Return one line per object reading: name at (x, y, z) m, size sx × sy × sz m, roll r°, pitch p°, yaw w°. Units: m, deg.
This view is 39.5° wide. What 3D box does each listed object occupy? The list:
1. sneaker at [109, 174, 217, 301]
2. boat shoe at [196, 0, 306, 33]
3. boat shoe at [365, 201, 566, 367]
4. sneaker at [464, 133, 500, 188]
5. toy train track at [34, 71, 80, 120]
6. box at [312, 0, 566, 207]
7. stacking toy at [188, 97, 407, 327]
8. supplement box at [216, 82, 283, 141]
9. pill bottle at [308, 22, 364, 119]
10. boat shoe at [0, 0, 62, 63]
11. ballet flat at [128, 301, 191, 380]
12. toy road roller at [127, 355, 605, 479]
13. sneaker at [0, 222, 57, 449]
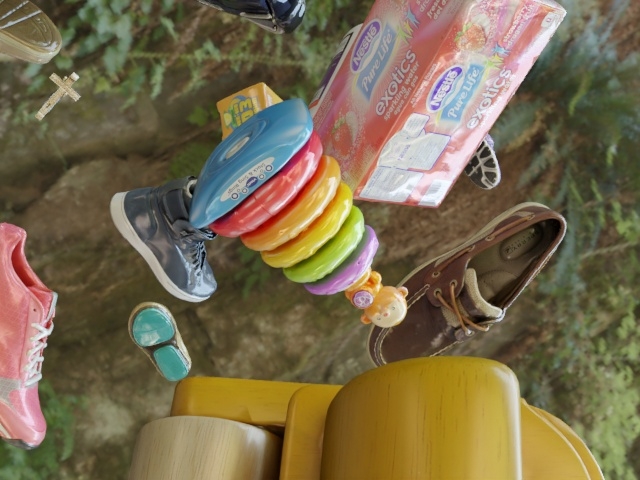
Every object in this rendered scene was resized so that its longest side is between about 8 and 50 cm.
sneaker at (-0.165, -0.001, 1.252) m, size 0.226 × 0.163 × 0.086 m, roll 54°, pitch 28°, yaw -43°
boat shoe at (-0.191, -0.471, 1.521) m, size 0.340 × 0.127 × 0.158 m, roll 24°, pitch 0°, yaw 14°
boat shoe at (0.206, 0.072, 1.256) m, size 0.123 × 0.342 × 0.123 m, roll 53°, pitch 3°, yaw -3°
sneaker at (0.296, -0.167, 1.621) m, size 0.068 × 0.071 × 0.170 m, roll -47°, pitch -134°, yaw 40°
toy train track at (-0.367, -0.201, 1.243) m, size 0.048 × 0.083 × 0.014 m, roll 42°, pitch -14°, yaw -20°
box at (0.128, -0.199, 1.078) m, size 0.300 × 0.154 × 0.142 m, roll -60°, pitch -136°, yaw 31°
stacking toy at (0.000, 0.000, 1.039) m, size 0.302 × 0.175 × 0.166 m, roll 48°, pitch 11°, yaw -20°
supplement box at (-0.049, -0.125, 1.238) m, size 0.233 × 0.080 × 0.078 m, roll 32°, pitch 42°, yaw -55°
pill bottle at (0.093, -0.274, 1.641) m, size 0.181 × 0.323 × 0.181 m, roll 16°, pitch -34°, yaw 12°
boat shoe at (-0.553, -0.350, 1.424) m, size 0.302 × 0.109 × 0.098 m, roll 26°, pitch -51°, yaw 2°
ballet flat at (-0.284, 0.160, 1.548) m, size 0.232 × 0.080 × 0.073 m, roll 81°, pitch -9°, yaw -50°
toy road roller at (0.017, 0.175, 0.570) m, size 0.241 × 0.329 × 0.203 m, roll 83°, pitch 11°, yaw -57°
sneaker at (-0.407, 0.123, 1.183) m, size 0.116 × 0.136 × 0.314 m, roll -130°, pitch -159°, yaw -85°
